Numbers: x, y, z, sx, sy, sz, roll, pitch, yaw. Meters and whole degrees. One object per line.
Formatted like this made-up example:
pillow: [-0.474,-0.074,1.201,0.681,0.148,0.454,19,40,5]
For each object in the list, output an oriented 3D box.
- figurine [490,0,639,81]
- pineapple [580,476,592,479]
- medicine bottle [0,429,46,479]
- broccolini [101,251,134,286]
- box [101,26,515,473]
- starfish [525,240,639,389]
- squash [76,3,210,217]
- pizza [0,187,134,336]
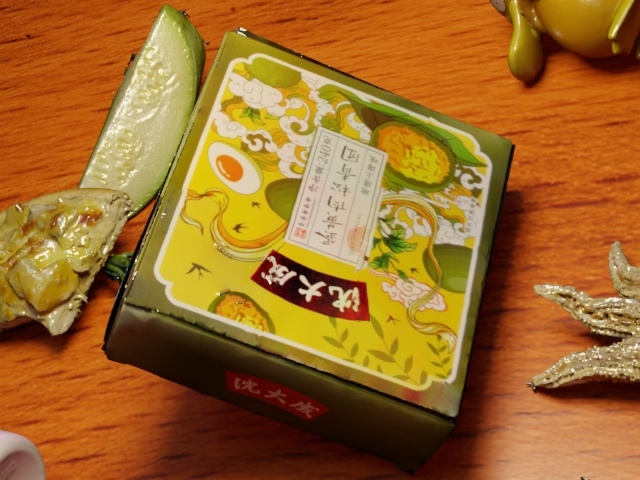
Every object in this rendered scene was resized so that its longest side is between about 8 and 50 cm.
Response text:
figurine: [0.326,-0.315,1.690,0.228,0.215,0.215,-5,49,31]
pineapple: [0.231,0.315,1.250,0.237,0.111,0.119,-29,77,-17]
medicine bottle: [-0.456,0.278,1.491,0.254,0.152,0.152,4,53,24]
broccolini: [-0.291,0.069,1.686,0.271,0.062,0.123,-2,45,28]
box: [0.000,0.000,1.458,0.373,0.138,0.420,22,53,-6]
starfish: [0.356,0.117,1.384,0.293,0.084,0.301,17,55,35]
squash: [-0.240,-0.154,1.792,0.111,0.203,0.288,26,48,-15]
pizza: [-0.396,0.033,1.693,0.323,0.089,0.223,-17,50,24]
